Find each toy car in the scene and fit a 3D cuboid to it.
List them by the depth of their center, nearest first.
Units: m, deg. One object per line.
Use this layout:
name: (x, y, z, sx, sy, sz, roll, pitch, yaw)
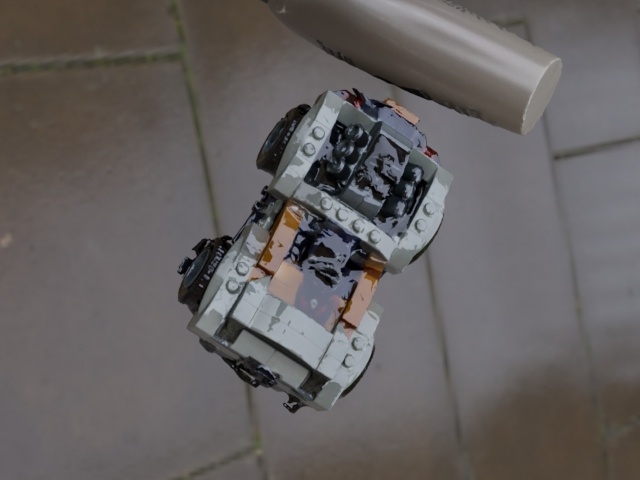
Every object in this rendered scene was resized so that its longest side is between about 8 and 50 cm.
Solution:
toy car: (0.001, -0.001, 1.586, 0.193, 0.118, 0.301, 34, 74, -14)

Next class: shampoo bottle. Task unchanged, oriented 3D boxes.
shampoo bottle: (0.058, -0.164, 1.329, 0.078, 0.256, 0.127, -63, 165, 4)
